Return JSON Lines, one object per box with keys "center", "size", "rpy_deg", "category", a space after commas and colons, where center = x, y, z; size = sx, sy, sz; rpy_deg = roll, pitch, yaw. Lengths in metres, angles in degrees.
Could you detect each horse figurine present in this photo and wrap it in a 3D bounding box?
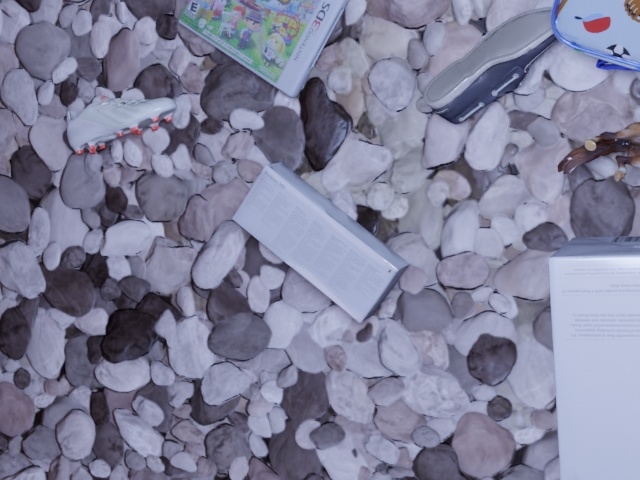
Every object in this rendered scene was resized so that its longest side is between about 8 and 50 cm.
{"center": [0.423, -0.097, 1.324], "size": [0.263, 0.174, 0.066], "rpy_deg": [14, 112, 34], "category": "horse figurine"}

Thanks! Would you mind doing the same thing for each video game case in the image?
{"center": [-0.075, -0.337, 1.559], "size": [0.212, 0.023, 0.193], "rpy_deg": [35, 109, 15], "category": "video game case"}

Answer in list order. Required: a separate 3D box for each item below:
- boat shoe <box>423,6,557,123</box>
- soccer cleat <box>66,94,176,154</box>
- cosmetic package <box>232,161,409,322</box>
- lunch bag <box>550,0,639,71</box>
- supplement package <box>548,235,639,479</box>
{"center": [0.232, -0.223, 1.438], "size": [0.206, 0.075, 0.065], "rpy_deg": [-33, 127, 18], "category": "boat shoe"}
{"center": [-0.303, -0.187, 1.658], "size": [0.196, 0.068, 0.076], "rpy_deg": [-16, 88, 27], "category": "soccer cleat"}
{"center": [0.000, 0.000, 1.557], "size": [0.239, 0.060, 0.099], "rpy_deg": [39, 113, 13], "category": "cosmetic package"}
{"center": [0.420, -0.296, 1.286], "size": [0.303, 0.115, 0.243], "rpy_deg": [23, 129, 20], "category": "lunch bag"}
{"center": [0.384, 0.148, 1.352], "size": [0.178, 0.175, 0.293], "rpy_deg": [-1, 97, 22], "category": "supplement package"}
